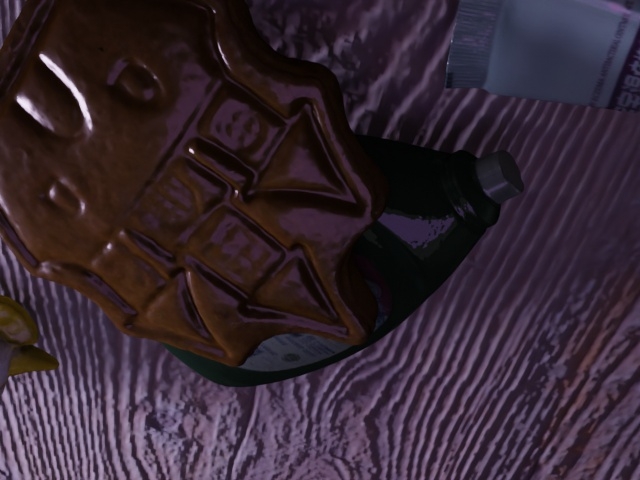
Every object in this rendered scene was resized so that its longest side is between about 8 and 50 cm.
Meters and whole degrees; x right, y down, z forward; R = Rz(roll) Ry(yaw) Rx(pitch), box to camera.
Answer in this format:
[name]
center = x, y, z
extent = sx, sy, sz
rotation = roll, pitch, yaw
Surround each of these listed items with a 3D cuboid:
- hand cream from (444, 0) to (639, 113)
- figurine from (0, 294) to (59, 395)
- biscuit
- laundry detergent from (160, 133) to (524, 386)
[hand cream]
center = 0.221, -0.073, 0.448
extent = 0.331, 0.058, 0.085
rotation = 10, 154, 5
[figurine]
center = -0.251, 0.083, 0.660
extent = 0.178, 0.109, 0.129
rotation = 5, 116, -2
[biscuit]
center = -0.060, -0.020, 0.496
extent = 0.215, 0.034, 0.182
rotation = 38, 122, -6
[laundry detergent]
center = 0.000, 0.000, 0.547
extent = 0.211, 0.063, 0.137
rotation = -26, 122, 31
